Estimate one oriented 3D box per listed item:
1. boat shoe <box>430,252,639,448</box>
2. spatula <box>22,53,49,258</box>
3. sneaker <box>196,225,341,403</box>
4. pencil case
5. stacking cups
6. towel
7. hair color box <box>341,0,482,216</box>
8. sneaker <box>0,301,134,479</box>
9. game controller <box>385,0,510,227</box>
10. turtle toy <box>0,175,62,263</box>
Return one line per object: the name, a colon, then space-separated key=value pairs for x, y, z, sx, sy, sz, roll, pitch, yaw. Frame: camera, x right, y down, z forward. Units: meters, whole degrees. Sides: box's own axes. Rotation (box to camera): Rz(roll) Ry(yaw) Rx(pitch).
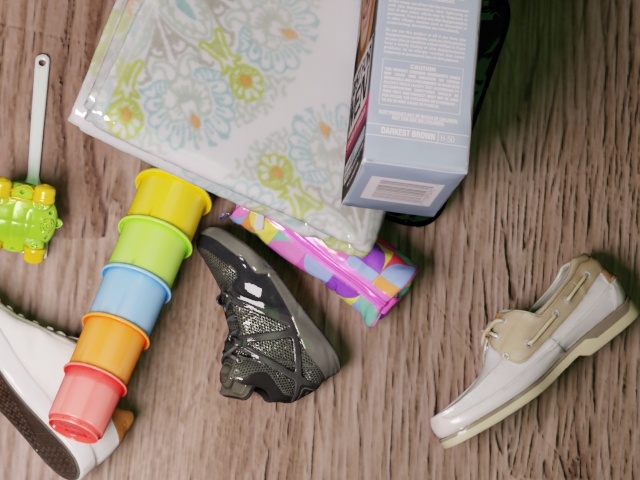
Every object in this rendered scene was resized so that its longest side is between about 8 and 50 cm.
boat shoe: x=0.237 y=0.130 z=1.854 sx=0.302 sy=0.113 sz=0.103 roll=-35 pitch=89 yaw=-22
spatula: x=-0.394 y=-0.104 z=1.814 sx=0.168 sy=0.019 sz=0.242 roll=3 pitch=83 yaw=-8
sneaker: x=-0.090 y=0.097 z=1.807 sx=0.130 sy=0.087 sz=0.227 roll=-38 pitch=96 yaw=-18
pencil case: x=0.000 y=0.000 z=1.828 sx=0.236 sy=0.104 sz=0.104 roll=36 pitch=79 yaw=-4
stacking cups: x=-0.216 y=0.069 z=1.733 sx=0.096 sy=0.096 sz=0.316 roll=24 pitch=60 yaw=-6
towel: x=-0.062 y=-0.195 z=1.759 sx=0.374 sy=0.090 sz=0.321 roll=24 pitch=72 yaw=-14
hair color box: x=0.102 y=-0.232 z=1.672 sx=0.113 sy=0.185 sz=0.375 roll=8 pitch=76 yaw=-5
sneaker: x=-0.328 y=0.130 z=1.772 sx=0.290 sy=0.106 sz=0.123 roll=50 pitch=54 yaw=1
game controller: x=0.111 y=-0.179 z=1.884 sx=0.166 sy=0.067 sz=0.319 roll=21 pitch=80 yaw=-7
turtle toy: x=-0.357 y=-0.032 z=1.773 sx=0.130 sy=0.066 sz=0.095 roll=11 pitch=107 yaw=-11
